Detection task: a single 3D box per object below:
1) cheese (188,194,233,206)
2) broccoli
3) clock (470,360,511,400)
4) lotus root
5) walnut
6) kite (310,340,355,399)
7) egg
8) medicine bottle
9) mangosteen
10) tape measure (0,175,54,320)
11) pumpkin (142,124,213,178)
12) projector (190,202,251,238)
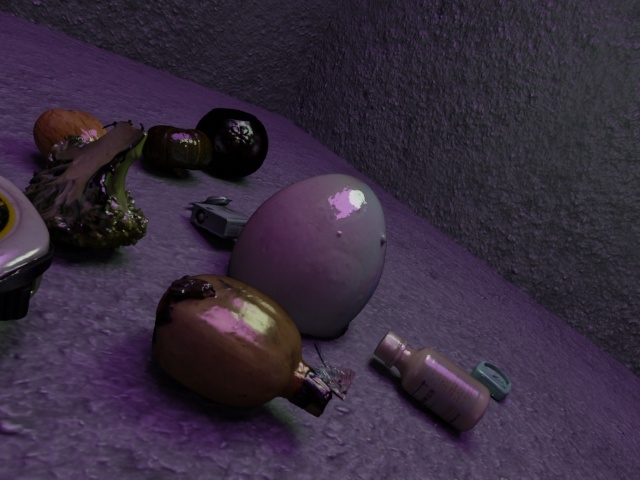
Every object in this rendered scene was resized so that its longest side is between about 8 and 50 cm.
[{"bbox_3d":[-0.306,-0.109,1.161,0.121,0.026,0.067,-6,-6,12],"label":"cheese"},{"bbox_3d":[-0.416,-0.094,0.814,0.242,0.273,0.180,42,-10,26],"label":"broccoli"},{"bbox_3d":[0.484,0.386,1.155,0.101,0.041,0.135,41,22,27],"label":"clock"},{"bbox_3d":[-0.118,0.174,0.656,0.310,0.182,0.182,31,20,-4],"label":"lotus root"},{"bbox_3d":[-0.585,-0.229,0.986,0.207,0.159,0.159,36,21,13],"label":"walnut"},{"bbox_3d":[0.019,0.266,0.853,0.139,0.011,0.156,19,24,-36],"label":"kite"},{"bbox_3d":[0.000,0.000,0.979,0.355,0.339,0.354,27,19,-10],"label":"egg"},{"bbox_3d":[0.239,0.301,0.915,0.252,0.114,0.114,35,21,12],"label":"medicine bottle"},{"bbox_3d":[-0.334,-0.367,1.528,0.288,0.232,0.287,6,30,-4],"label":"mangosteen"},{"bbox_3d":[-0.447,0.028,0.498,0.271,0.132,0.232,42,30,20],"label":"tape measure"},{"bbox_3d":[-0.449,-0.277,1.293,0.219,0.162,0.219,4,14,-1],"label":"pumpkin"},{"bbox_3d":[-0.256,-0.049,1.090,0.147,0.061,0.115,23,11,35],"label":"projector"}]
